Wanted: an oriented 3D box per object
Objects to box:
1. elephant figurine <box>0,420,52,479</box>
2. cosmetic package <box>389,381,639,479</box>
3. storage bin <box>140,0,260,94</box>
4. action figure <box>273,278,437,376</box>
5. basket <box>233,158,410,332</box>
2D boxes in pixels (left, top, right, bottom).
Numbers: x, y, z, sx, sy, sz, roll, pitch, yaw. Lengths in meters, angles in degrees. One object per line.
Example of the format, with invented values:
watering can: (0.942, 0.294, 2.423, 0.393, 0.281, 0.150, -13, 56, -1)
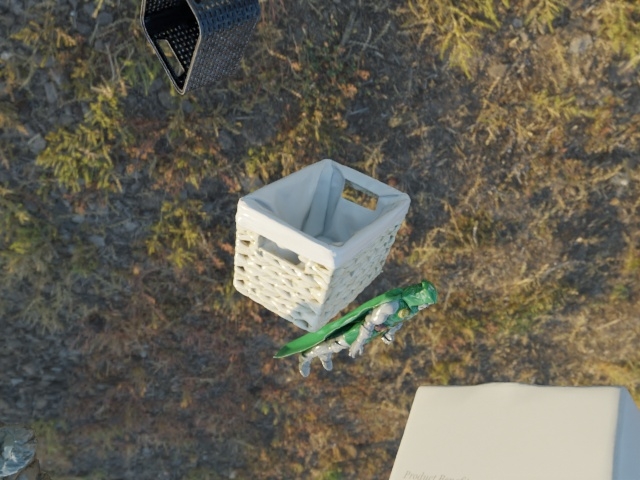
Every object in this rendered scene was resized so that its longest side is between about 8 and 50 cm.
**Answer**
elephant figurine: (-0.325, 0.239, 0.532, 0.239, 0.186, 0.169, -37, 126, -9)
cosmetic package: (0.152, 0.358, 0.492, 0.230, 0.453, 0.161, -13, 128, 43)
storage bin: (-0.157, -0.284, 0.733, 0.084, 0.122, 0.180, -29, 179, -25)
action figure: (0.061, 0.112, 0.749, 0.137, 0.063, 0.232, -6, 154, -47)
basket: (0.000, 0.000, 0.581, 0.113, 0.167, 0.103, 28, 122, 20)
